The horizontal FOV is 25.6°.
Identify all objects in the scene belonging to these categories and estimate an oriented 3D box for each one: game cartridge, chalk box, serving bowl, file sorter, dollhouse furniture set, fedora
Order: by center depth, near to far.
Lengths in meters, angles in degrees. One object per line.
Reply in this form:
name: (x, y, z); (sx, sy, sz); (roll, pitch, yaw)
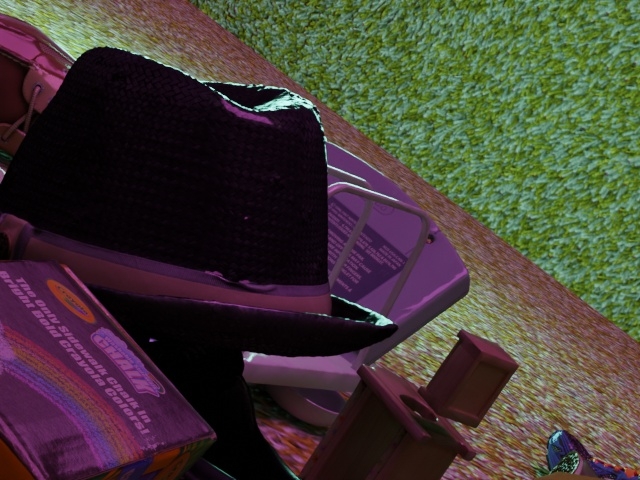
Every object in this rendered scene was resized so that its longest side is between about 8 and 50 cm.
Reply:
chalk box: (-0.153, 0.098, 0.671); (0.132, 0.132, 0.213); (46, 13, 15)
fedora: (-0.093, -0.034, 0.895); (0.334, 0.152, 0.334); (13, 4, -1)
dollhouse furniture set: (0.095, 0.149, 1.053); (0.161, 0.182, 0.101); (24, 15, -39)
file sorter: (-0.078, -0.015, 1.205); (0.277, 0.173, 0.193); (31, 9, 33)
serving bowl: (-0.017, 0.134, 1.206); (0.083, 0.027, 0.083); (33, 11, -7)
game cartridge: (0.000, 0.000, 1.447); (0.198, 0.062, 0.297); (-30, 55, -29)

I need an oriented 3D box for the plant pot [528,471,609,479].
plant pot: (0.179, 0.252, 0.857); (0.187, 0.212, 0.212); (25, 7, 25)

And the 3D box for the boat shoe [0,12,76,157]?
boat shoe: (-0.264, -0.125, 1.381); (0.324, 0.123, 0.116); (23, 17, -37)

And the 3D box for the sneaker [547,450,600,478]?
sneaker: (0.255, 0.267, 1.335); (0.086, 0.064, 0.192); (41, 12, 1)

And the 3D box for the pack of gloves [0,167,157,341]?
pack of gloves: (-0.222, 0.042, 1.027); (0.232, 0.046, 0.195); (46, 14, 9)

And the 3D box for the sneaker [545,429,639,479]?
sneaker: (0.328, 0.266, 1.461); (0.221, 0.087, 0.083); (40, 12, 27)

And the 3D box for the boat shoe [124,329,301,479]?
boat shoe: (-0.084, 0.109, 0.864); (0.127, 0.113, 0.340); (23, 20, -44)
